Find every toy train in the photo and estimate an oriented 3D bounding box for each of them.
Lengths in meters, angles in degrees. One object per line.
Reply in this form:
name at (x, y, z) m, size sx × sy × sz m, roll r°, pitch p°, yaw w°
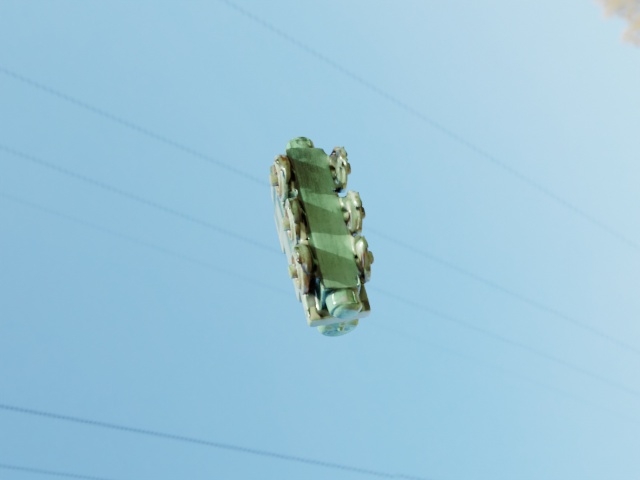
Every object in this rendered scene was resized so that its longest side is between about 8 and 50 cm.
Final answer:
toy train at (0.000, 0.000, 1.032) m, size 0.125 × 0.080 × 0.194 m, roll 93°, pitch 166°, yaw -57°
